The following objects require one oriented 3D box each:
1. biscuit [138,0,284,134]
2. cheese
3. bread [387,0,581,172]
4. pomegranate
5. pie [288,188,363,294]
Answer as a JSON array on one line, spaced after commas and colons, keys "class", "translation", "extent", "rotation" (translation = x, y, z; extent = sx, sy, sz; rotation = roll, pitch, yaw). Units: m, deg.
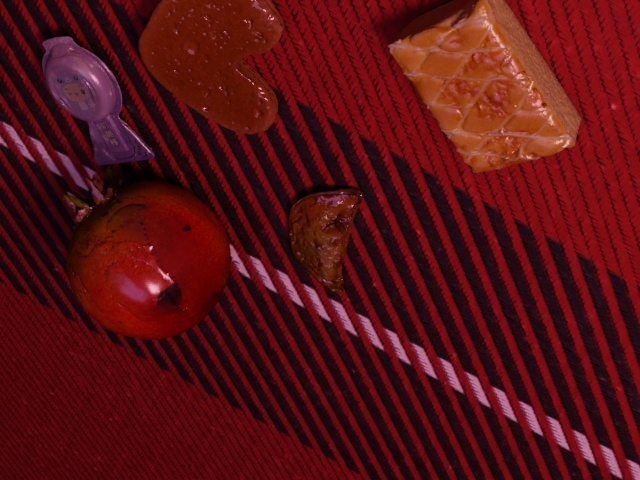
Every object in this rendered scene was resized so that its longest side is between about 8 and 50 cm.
[{"class": "biscuit", "translation": [-0.106, -0.217, 1.327], "extent": [0.186, 0.036, 0.192], "rotation": [33, 136, -10]}, {"class": "cheese", "translation": [-0.282, -0.172, 1.450], "extent": [0.105, 0.042, 0.191], "rotation": [-5, 130, 31]}, {"class": "bread", "translation": [0.171, -0.163, 1.220], "extent": [0.125, 0.068, 0.188], "rotation": [-19, 120, 37]}, {"class": "pomegranate", "translation": [-0.226, 0.014, 1.492], "extent": [0.210, 0.210, 0.235], "rotation": [-33, 95, 43]}, {"class": "pie", "translation": [-0.002, -0.002, 1.484], "extent": [0.088, 0.033, 0.191], "rotation": [22, 137, 12]}]
